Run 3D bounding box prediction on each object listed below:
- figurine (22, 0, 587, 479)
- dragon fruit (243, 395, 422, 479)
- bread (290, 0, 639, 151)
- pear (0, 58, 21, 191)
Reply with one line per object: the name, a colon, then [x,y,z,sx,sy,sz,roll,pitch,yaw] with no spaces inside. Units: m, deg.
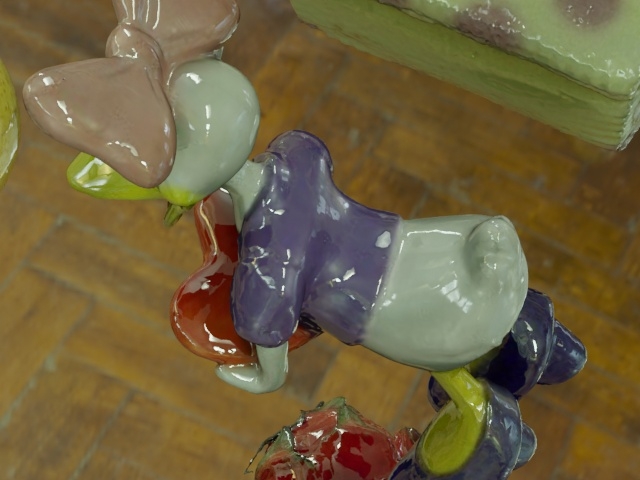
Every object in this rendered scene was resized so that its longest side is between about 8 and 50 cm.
figurine: [0.000,0.004,0.962,0.421,0.193,0.154,35,54,-26]
dragon fruit: [0.022,0.252,1.665,0.192,0.193,0.274,-15,50,9]
bread: [0.138,-0.212,1.435,0.338,0.187,0.155,25,73,13]
pear: [-0.436,-0.106,1.582,0.314,0.314,0.314,12,41,-11]
